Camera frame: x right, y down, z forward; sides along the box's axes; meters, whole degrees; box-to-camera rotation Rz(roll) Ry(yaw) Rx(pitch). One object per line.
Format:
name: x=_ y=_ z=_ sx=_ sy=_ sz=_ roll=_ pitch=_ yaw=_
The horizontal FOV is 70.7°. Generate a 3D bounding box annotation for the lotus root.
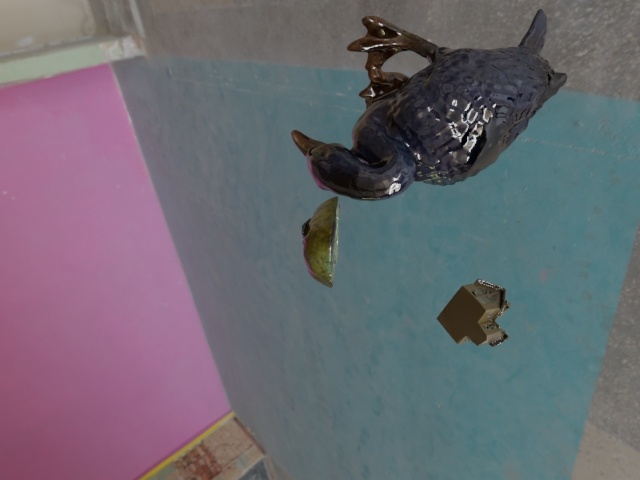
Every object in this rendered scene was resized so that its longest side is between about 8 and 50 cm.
lotus root: x=-0.001 y=0.003 z=0.971 sx=0.077 sy=0.204 sz=0.183 roll=5 pitch=131 yaw=5

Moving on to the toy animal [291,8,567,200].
toy animal: x=0.117 y=-0.138 z=0.450 sx=0.122 sy=0.298 sz=0.186 roll=86 pitch=163 yaw=-47

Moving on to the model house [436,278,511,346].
model house: x=0.526 y=0.229 z=1.391 sx=0.176 sy=0.247 sz=0.181 roll=56 pitch=138 yaw=36
